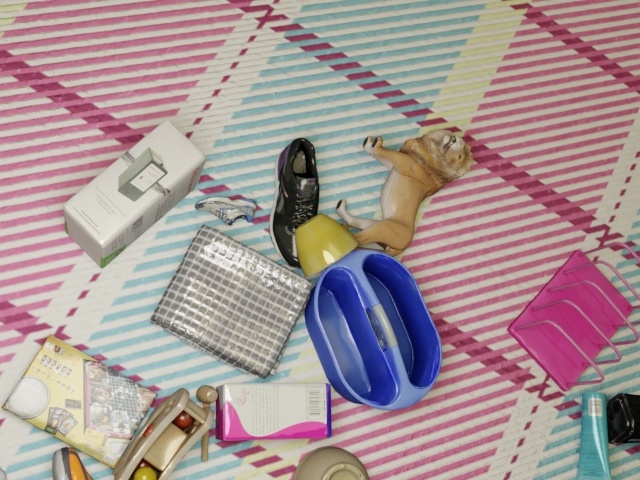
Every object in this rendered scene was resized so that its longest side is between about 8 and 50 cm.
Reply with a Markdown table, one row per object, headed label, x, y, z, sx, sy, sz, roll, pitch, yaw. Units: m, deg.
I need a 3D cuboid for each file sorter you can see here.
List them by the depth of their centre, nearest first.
| label | x | y | z | sx | sy | sz | roll | pitch | yaw |
| --- | --- | --- | --- | --- | --- | --- | --- | --- | --- |
| file sorter | 0.626 | 0.170 | 1.848 | 0.290 | 0.182 | 0.202 | -43 | 91 | -21 |

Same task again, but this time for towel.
| label | x | y | z | sx | sy | sz | roll | pitch | yaw |
| --- | --- | --- | --- | --- | --- | --- | --- | --- | --- |
| towel | -0.174 | 0.129 | 1.653 | 0.283 | 0.121 | 0.235 | 27 | 72 | -8 |

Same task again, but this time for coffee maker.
| label | x | y | z | sx | sy | sz | roll | pitch | yaw |
| --- | --- | --- | --- | --- | --- | --- | --- | --- | --- |
| coffee maker | 0.760 | 0.403 | 1.840 | 0.178 | 0.120 | 0.171 | 7 | 118 | -15 |

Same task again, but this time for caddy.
| label | x | y | z | sx | sy | sz | roll | pitch | yaw |
| --- | --- | --- | --- | --- | --- | --- | --- | --- | --- |
| caddy | 0.112 | 0.190 | 1.693 | 0.241 | 0.179 | 0.342 | -21 | 83 | -19 |

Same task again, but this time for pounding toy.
| label | x | y | z | sx | sy | sz | roll | pitch | yaw |
| --- | --- | --- | --- | --- | --- | --- | --- | --- | --- |
| pounding toy | -0.258 | 0.388 | 1.527 | 0.155 | 0.154 | 0.270 | 41 | 59 | -14 |

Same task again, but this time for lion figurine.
| label | x | y | z | sx | sy | sz | roll | pitch | yaw |
| --- | --- | --- | --- | --- | --- | --- | --- | --- | --- |
| lion figurine | 0.182 | -0.094 | 1.826 | 0.240 | 0.142 | 0.392 | 27 | 84 | -16 |

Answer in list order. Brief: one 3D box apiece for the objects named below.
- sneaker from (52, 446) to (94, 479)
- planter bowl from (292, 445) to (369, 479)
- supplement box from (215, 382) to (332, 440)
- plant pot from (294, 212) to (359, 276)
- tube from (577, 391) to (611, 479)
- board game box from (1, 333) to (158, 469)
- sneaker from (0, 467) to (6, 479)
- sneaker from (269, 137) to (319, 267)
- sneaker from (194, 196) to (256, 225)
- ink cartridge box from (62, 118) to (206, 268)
| label | x | y | z | sx | sy | sz | roll | pitch | yaw |
| --- | --- | --- | --- | --- | --- | --- | --- | --- | --- |
| sneaker | -0.385 | 0.522 | 1.506 | 0.180 | 0.124 | 0.321 | -18 | 93 | -24 |
| planter bowl | 0.033 | 0.501 | 1.629 | 0.162 | 0.109 | 0.162 | 4 | 75 | -15 |
| supplement box | -0.098 | 0.348 | 1.627 | 0.219 | 0.114 | 0.111 | 3 | 76 | -17 |
| plant pot | 0.000 | 0.000 | 1.671 | 0.134 | 0.134 | 0.095 | -34 | 96 | -21 |
| tube | 0.629 | 0.454 | 1.841 | 0.052 | 0.080 | 0.207 | 23 | 66 | -41 |
| board game box | -0.466 | 0.314 | 1.563 | 0.243 | 0.042 | 0.165 | 32 | 70 | -7 |
| sneaker | -0.654 | 0.348 | 1.474 | 0.240 | 0.091 | 0.126 | 37 | 69 | -4 |
| sneaker | -0.051 | -0.085 | 1.742 | 0.107 | 0.124 | 0.284 | -1 | 77 | -16 |
| sneaker | -0.204 | -0.062 | 1.732 | 0.135 | 0.052 | 0.058 | 2 | 80 | -16 |
| ink cartridge box | -0.373 | -0.090 | 1.609 | 0.115 | 0.198 | 0.273 | 45 | 68 | 0 |
